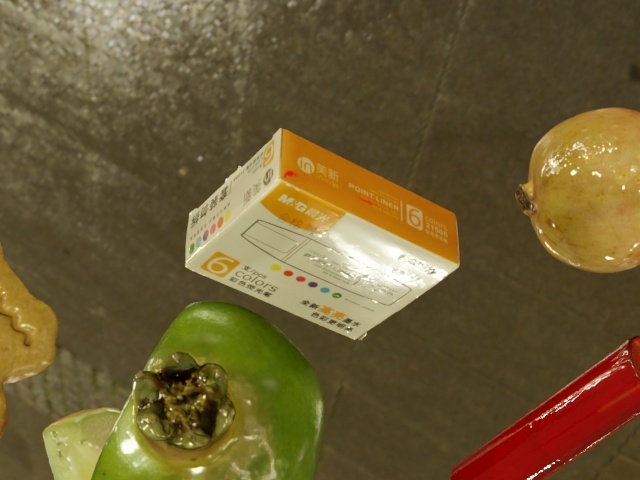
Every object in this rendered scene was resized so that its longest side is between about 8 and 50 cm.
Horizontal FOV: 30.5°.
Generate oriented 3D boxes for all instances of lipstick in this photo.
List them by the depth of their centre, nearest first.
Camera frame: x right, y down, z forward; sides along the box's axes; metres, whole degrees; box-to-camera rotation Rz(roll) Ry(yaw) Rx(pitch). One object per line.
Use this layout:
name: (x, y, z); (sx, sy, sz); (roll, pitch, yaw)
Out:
lipstick: (0.246, 0.197, 1.213); (0.073, 0.073, 0.279); (40, 128, -6)

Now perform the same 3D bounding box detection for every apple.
apple: (-0.265, 0.350, 1.649); (0.193, 0.120, 0.264); (-11, 98, 19)

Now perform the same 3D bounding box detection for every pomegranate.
pomegranate: (-0.109, 0.222, 1.281); (0.216, 0.309, 0.358); (28, 161, 3)
pomegranate: (0.318, -0.055, 1.307); (0.191, 0.191, 0.191); (23, 145, 18)

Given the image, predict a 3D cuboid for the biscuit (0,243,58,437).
biscuit: (-0.273, 0.075, 0.729); (0.166, 0.225, 0.036); (52, 141, 8)

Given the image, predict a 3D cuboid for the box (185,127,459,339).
box: (0.000, 0.000, 1.436); (0.274, 0.091, 0.221); (24, 137, -24)
